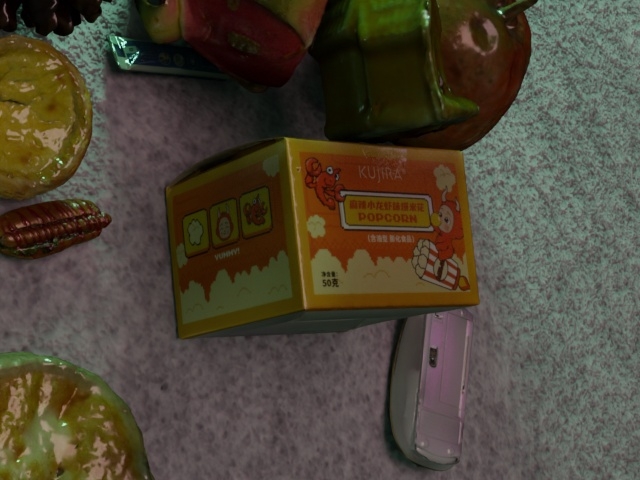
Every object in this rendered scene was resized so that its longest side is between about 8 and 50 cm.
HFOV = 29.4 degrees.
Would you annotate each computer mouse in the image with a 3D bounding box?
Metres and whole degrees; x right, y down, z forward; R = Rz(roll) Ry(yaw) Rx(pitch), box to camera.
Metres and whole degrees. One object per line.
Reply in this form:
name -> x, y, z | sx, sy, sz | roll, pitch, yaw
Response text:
computer mouse -> 0.159, 0.199, 1.717 | 0.126, 0.056, 0.245 | 21, 67, -34

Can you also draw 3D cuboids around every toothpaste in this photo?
toothpaste -> -0.179, -0.227, 1.551 | 0.197, 0.035, 0.057 | 1, 54, -39

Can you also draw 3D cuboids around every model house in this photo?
model house -> 0.087, -0.237, 1.440 | 0.173, 0.268, 0.239 | -11, 92, -27

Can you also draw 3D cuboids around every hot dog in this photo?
hot dog -> -0.304, -0.015, 1.393 | 0.144, 0.038, 0.062 | -14, 89, -41

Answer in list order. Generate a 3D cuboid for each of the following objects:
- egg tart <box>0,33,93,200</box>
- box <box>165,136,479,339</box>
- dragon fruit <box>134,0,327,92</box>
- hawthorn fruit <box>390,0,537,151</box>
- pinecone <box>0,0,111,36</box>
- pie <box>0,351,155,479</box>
egg tart -> -0.341, -0.135, 1.357 | 0.191, 0.074, 0.191 | -1, 91, -41
box -> 0.000, 0.000, 1.498 | 0.283, 0.259, 0.214 | 0, 78, -40
dragon fruit -> -0.108, -0.343, 1.476 | 0.225, 0.305, 0.306 | 19, 67, -13
hawthorn fruit -> 0.172, -0.265, 1.680 | 0.277, 0.298, 0.277 | 27, 52, -42
pinecone -> -0.331, -0.334, 1.321 | 0.292, 0.246, 0.246 | 29, 62, -48
pie -> -0.321, 0.274, 1.290 | 0.339, 0.077, 0.339 | 10, 73, -34
